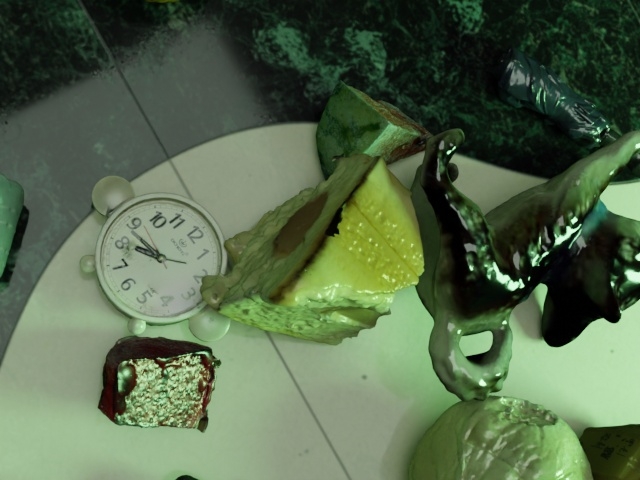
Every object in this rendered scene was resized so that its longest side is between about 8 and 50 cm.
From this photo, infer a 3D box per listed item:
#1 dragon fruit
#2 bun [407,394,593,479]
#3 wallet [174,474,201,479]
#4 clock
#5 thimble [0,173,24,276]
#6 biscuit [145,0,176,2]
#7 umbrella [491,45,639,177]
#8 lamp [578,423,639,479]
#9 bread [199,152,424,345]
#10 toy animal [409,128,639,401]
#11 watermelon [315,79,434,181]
[{"bbox_3d":[-0.198,0.161,1.197,0.147,0.096,0.102,9,90,-42],"label":"dragon fruit"},{"bbox_3d":[0.197,0.289,1.209,0.220,0.134,0.220,4,100,24],"label":"bun"},{"bbox_3d":[-0.087,0.381,1.196,0.245,0.052,0.169,26,94,-5],"label":"wallet"},{"bbox_3d":[-0.188,0.024,1.228,0.155,0.063,0.229,-39,89,-12],"label":"clock"},{"bbox_3d":[-0.410,-0.022,1.148,0.151,0.127,0.118,14,78,-6],"label":"thimble"},{"bbox_3d":[-0.203,-0.393,1.283,0.220,0.066,0.220,1,83,-9],"label":"biscuit"},{"bbox_3d":[0.328,-0.161,1.378,0.248,0.071,0.071,34,76,-10],"label":"umbrella"},{"bbox_3d":[0.379,0.297,1.252,0.161,0.185,0.161,2,83,-13],"label":"lamp"},{"bbox_3d":[-0.008,-0.007,1.183,0.224,0.183,0.211,12,69,-41],"label":"bread"},{"bbox_3d":[0.264,0.032,1.261,0.344,0.194,0.303,-2,79,-16],"label":"toy animal"},{"bbox_3d":[0.071,-0.147,1.290,0.158,0.121,0.098,-23,66,-19],"label":"watermelon"}]
